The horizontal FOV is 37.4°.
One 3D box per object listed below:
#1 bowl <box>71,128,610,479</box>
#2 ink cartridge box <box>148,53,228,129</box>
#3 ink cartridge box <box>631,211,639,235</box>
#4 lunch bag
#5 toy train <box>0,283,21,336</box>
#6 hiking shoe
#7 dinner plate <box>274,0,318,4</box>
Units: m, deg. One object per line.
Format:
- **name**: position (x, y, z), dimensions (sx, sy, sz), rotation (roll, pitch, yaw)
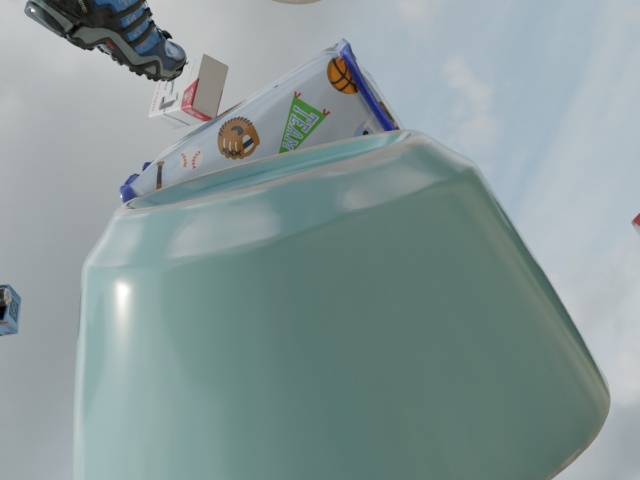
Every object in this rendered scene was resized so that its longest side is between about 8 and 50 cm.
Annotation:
- **bowl**: position (-0.010, 0.037, 0.537), dimensions (0.311, 0.311, 0.163), rotation (-24, -77, -45)
- **ink cartridge box**: position (-0.225, -0.250, 1.603), dimensions (0.056, 0.135, 0.099), rotation (22, -107, -38)
- **ink cartridge box**: position (0.510, -0.049, 1.062), dimensions (0.273, 0.114, 0.197), rotation (-47, -44, 4)
- **lunch bag**: position (0.000, 0.000, 1.161), dimensions (0.327, 0.239, 0.386), rotation (-30, -77, 9)
- **toy train**: position (-0.545, 0.104, 1.420), dimensions (0.105, 0.184, 0.080), rotation (77, -173, -58)
- **hiking shoe**: position (-0.277, -0.321, 1.368), dimensions (0.132, 0.113, 0.304), rotation (-59, -26, 8)
- **dinner plate**: position (-0.037, -0.296, 0.945), dimensions (0.141, 0.141, 0.017), rotation (-40, -8, -33)
